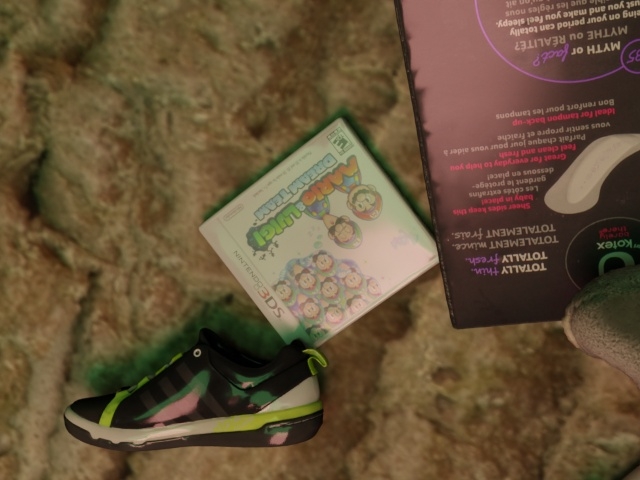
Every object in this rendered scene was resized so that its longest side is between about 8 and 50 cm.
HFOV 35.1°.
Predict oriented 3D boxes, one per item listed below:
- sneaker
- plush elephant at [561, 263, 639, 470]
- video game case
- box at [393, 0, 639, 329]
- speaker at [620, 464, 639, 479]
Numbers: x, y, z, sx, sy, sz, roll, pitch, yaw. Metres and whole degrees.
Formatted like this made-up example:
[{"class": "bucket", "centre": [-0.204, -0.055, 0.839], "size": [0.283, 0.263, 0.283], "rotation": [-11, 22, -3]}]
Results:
[{"class": "sneaker", "centre": [-0.105, 0.122, 0.862], "size": [0.235, 0.084, 0.097], "rotation": [-4, 90, 12]}, {"class": "plush elephant", "centre": [0.346, 0.156, 0.624], "size": [0.272, 0.255, 0.330], "rotation": [-24, 58, 6]}, {"class": "video game case", "centre": [0.000, 0.000, 0.839], "size": [0.157, 0.019, 0.143], "rotation": [-36, 93, 16]}, {"class": "box", "centre": [0.152, -0.092, 0.684], "size": [0.165, 0.143, 0.270], "rotation": [-5, 120, 13]}, {"class": "speaker", "centre": [0.295, 0.177, 0.795], "size": [0.055, 0.055, 0.136], "rotation": [44, 106, 0]}]
